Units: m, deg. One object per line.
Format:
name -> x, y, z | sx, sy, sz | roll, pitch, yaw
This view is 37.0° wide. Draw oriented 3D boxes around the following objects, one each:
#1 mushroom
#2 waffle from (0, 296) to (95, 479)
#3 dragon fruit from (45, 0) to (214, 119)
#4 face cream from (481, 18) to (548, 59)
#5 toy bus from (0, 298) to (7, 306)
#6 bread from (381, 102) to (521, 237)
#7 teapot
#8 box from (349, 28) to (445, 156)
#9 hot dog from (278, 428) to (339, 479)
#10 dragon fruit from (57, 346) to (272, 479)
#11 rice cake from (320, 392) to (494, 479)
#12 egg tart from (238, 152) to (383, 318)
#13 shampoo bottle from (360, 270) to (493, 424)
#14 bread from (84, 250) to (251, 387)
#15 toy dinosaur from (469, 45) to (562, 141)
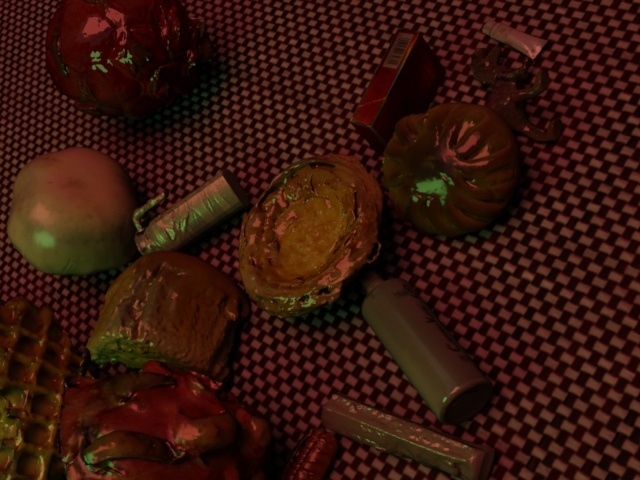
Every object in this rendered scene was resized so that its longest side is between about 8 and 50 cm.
mushroom -> -0.442, -0.029, 1.712 | 0.254, 0.234, 0.260 | 36, 44, 11
waffle -> -0.493, 0.255, 1.511 | 0.324, 0.261, 0.151 | 59, 143, 6
dragon fruit -> -0.368, -0.360, 1.782 | 0.342, 0.277, 0.278 | -2, 64, 20
face cream -> 0.303, -0.316, 1.496 | 0.115, 0.020, 0.038 | 37, 87, 37
toy bus -> -0.616, 0.219, 1.684 | 0.231, 0.197, 0.294 | -18, 55, 11
bread -> 0.180, -0.102, 1.376 | 0.213, 0.104, 0.214 | 1, 92, 33
teapot -> -0.231, -0.049, 1.631 | 0.200, 0.077, 0.107 | -34, 92, 12
box -> 0.124, -0.228, 1.501 | 0.048, 0.112, 0.175 | 19, 77, 37
hot dog -> -0.028, 0.328, 1.340 | 0.062, 0.038, 0.144 | 27, 82, 39
dragon fruit -> -0.191, 0.295, 1.300 | 0.262, 0.314, 0.296 | -15, 15, -3
rice cake -> 0.109, 0.264, 1.282 | 0.256, 0.052, 0.057 | 14, 101, 37
egg tart -> 0.000, 0.000, 1.463 | 0.290, 0.107, 0.291 | -21, 52, 28
shampoo bottle -> 0.129, 0.132, 1.318 | 0.085, 0.085, 0.262 | -42, 50, 6
bread -> -0.250, 0.109, 1.527 | 0.262, 0.163, 0.204 | 4, 55, 19
toy dinosaur -> 0.259, -0.181, 1.435 | 0.199, 0.072, 0.251 | 8, 82, 46
